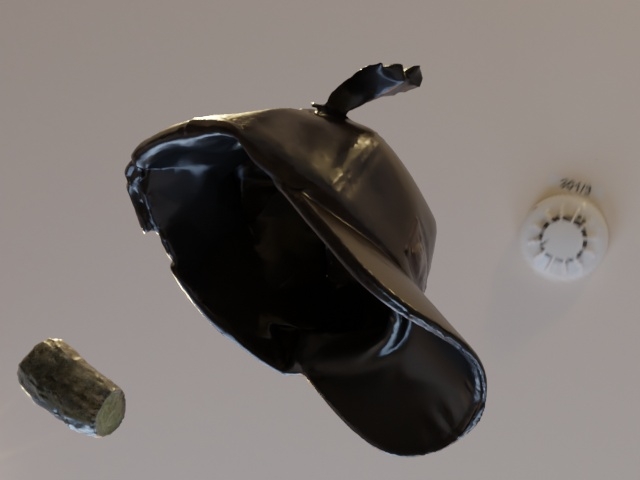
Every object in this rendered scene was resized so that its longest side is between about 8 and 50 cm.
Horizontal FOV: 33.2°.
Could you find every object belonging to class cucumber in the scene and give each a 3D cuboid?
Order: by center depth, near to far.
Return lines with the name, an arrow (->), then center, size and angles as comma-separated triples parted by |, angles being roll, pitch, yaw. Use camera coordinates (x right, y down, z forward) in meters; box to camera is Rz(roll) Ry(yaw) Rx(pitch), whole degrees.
cucumber -> -0.240, 0.145, 1.039 | 0.112, 0.064, 0.064 | 31, -78, 30

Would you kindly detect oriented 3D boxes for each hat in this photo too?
hat -> 0.033, -0.001, 0.843 | 0.336, 0.209, 0.238 | 32, -39, 31
